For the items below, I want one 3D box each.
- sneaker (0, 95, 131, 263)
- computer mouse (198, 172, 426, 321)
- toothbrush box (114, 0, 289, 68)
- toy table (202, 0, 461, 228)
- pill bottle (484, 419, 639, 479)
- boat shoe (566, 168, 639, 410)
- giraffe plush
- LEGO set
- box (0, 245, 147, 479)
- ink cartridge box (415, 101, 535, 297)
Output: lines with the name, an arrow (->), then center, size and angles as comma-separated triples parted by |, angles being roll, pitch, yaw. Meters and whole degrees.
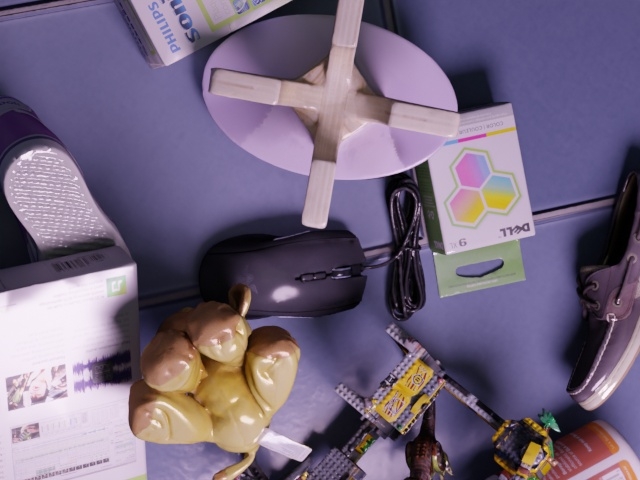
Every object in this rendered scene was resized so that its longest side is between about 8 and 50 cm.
sneaker -> -0.280, -0.031, 1.753 | 0.102, 0.161, 0.282 | -26, 133, -15
computer mouse -> 0.000, 0.000, 1.842 | 0.262, 0.060, 0.184 | 1, 95, -14
toothbrush box -> -0.096, -0.335, 1.762 | 0.283, 0.122, 0.206 | -28, 100, -9
toy table -> 0.010, -0.145, 1.749 | 0.274, 0.161, 0.252 | -2, 96, 1
pill bottle -> 0.255, 0.301, 1.899 | 0.216, 0.121, 0.121 | -26, 100, -10
boat shoe -> 0.337, 0.052, 1.914 | 0.092, 0.103, 0.285 | 27, 84, -9
giraffe plush -> -0.106, 0.127, 1.741 | 0.181, 0.170, 0.210 | -39, 123, 8
LEGO set -> 0.083, 0.249, 1.776 | 0.331, 0.192, 0.255 | -42, 69, 0
box -> -0.296, 0.179, 1.712 | 0.232, 0.058, 0.322 | -12, 116, -25
ink cartridge box -> 0.173, -0.044, 1.881 | 0.109, 0.062, 0.209 | -12, 97, -13
